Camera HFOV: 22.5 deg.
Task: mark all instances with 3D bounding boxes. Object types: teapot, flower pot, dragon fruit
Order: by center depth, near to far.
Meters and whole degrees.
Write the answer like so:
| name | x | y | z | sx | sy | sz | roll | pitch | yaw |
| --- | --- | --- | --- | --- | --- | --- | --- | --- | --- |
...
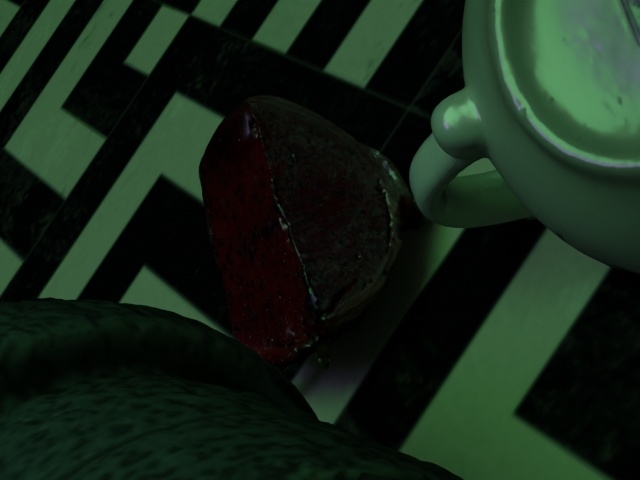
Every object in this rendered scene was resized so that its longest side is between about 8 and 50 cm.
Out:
| name | x | y | z | sx | sy | sz | roll | pitch | yaw |
| --- | --- | --- | --- | --- | --- | --- | --- | --- | --- |
| flower pot | -0.091 | 0.178 | 0.633 | 0.283 | 0.299 | 0.299 | 20 | 77 | 49 |
| teapot | 0.149 | -0.083 | 0.673 | 0.300 | 0.166 | 0.208 | -31 | 80 | 44 |
| dragon fruit | 0.000 | 0.000 | 0.852 | 0.102 | 0.096 | 0.147 | -29 | 71 | 51 |
